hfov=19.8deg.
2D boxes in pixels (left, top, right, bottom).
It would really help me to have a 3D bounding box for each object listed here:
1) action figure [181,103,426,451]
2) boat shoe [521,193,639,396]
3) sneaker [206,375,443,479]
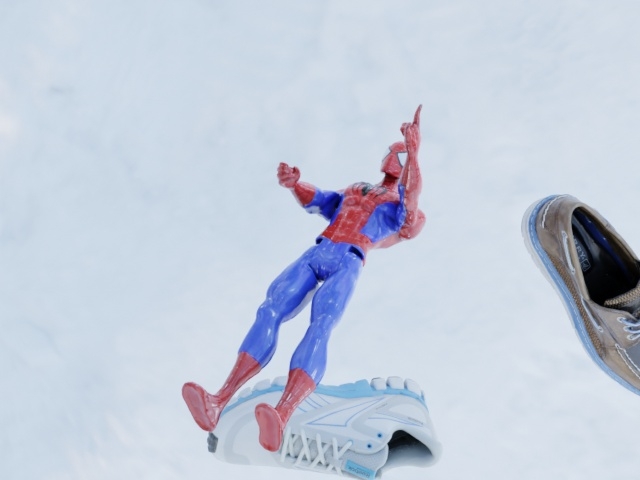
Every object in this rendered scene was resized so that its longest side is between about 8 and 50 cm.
[{"bbox_3d":[0.000,0.000,1.299,0.091,0.139,0.280,15,48,24],"label":"action figure"},{"bbox_3d":[0.216,0.046,1.334,0.066,0.066,0.183,-43,100,-16],"label":"boat shoe"},{"bbox_3d":[0.009,0.151,1.395,0.190,0.083,0.071,-4,126,-23],"label":"sneaker"}]
